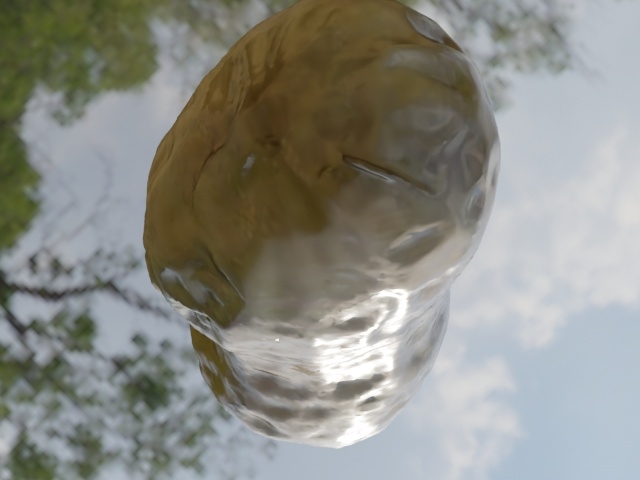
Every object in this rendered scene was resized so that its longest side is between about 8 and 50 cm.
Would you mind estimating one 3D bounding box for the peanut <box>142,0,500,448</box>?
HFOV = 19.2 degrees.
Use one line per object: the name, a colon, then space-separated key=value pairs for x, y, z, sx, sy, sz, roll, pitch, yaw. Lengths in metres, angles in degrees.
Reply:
peanut: x=0.000 y=0.000 z=0.557 sx=0.099 sy=0.099 sz=0.214 roll=-47 pitch=164 yaw=-15
